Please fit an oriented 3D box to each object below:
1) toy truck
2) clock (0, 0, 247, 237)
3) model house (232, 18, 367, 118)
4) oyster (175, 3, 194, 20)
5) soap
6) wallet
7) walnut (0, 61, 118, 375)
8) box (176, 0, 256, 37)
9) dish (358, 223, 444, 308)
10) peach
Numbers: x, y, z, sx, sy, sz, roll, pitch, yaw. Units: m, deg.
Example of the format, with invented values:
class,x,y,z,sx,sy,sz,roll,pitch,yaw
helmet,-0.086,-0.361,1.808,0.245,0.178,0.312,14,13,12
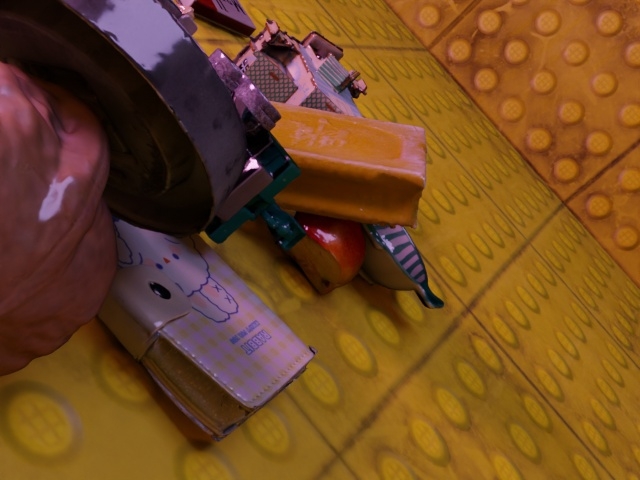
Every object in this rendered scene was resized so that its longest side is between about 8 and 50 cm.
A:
class,x,y,z,sx,sy,sz,roll,pitch,yaw
toy truck,-0.154,-0.143,1.063,0.363,0.176,0.178,52,5,28
clock,-0.201,-0.131,0.790,0.312,0.312,0.061,42,64,-10
model house,-0.011,-0.225,1.514,0.271,0.178,0.206,29,31,-41
oyster,-0.305,-0.327,1.291,0.233,0.107,0.161,13,38,-23
soap,-0.010,-0.117,1.257,0.315,0.091,0.199,12,27,1
wallet,-0.155,0.055,0.953,0.309,0.077,0.223,45,23,7
walnut,-0.277,-0.029,0.693,0.227,0.273,0.273,-13,58,-27
box,-0.210,-0.453,1.695,0.177,0.036,0.115,11,43,-54
dish,0.092,0.019,1.399,0.246,0.078,0.224,59,16,14
peach,0.007,0.000,1.281,0.118,0.151,0.151,-42,89,-22
